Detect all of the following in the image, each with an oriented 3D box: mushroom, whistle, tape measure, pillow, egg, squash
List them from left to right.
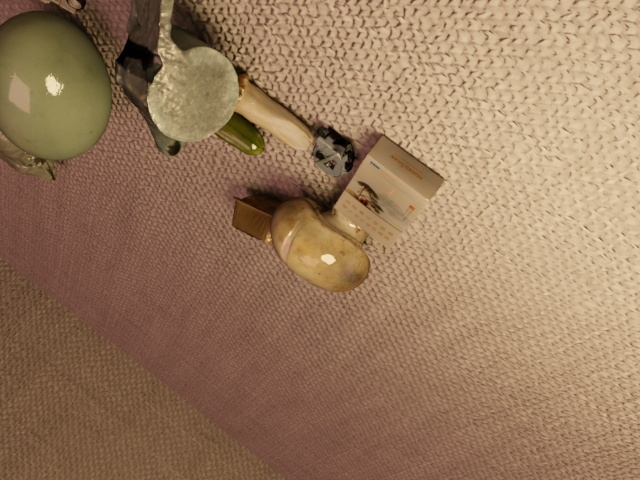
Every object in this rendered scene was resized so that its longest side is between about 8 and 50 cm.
[{"bbox_3d":[-0.870,-0.302,2.464,0.310,0.138,0.283,40,160,-1],"label":"pillow"},{"bbox_3d":[-0.611,-0.341,1.967,0.276,0.276,0.389,30,151,13],"label":"egg"},{"bbox_3d":[-0.296,-0.358,1.644,0.168,0.188,0.404,41,158,48],"label":"whistle"},{"bbox_3d":[-0.222,-0.261,1.865,0.252,0.066,0.066,33,151,8],"label":"squash"},{"bbox_3d":[-0.101,-0.252,1.749,0.209,0.071,0.084,35,122,0],"label":"mushroom"},{"bbox_3d":[0.000,0.000,1.877,0.255,0.255,0.184,40,108,-5],"label":"mushroom"},{"bbox_3d":[0.027,-0.171,1.733,0.091,0.054,0.094,35,150,17],"label":"tape measure"}]

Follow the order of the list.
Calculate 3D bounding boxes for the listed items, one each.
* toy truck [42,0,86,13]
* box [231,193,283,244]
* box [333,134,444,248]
[{"bbox_3d":[-0.478,-0.542,1.679,0.125,0.101,0.242,25,154,-17],"label":"toy truck"},{"bbox_3d":[-0.129,-0.053,2.030,0.177,0.111,0.111,26,151,38],"label":"box"},{"bbox_3d":[0.129,-0.091,1.724,0.150,0.067,0.233,35,152,1],"label":"box"}]
